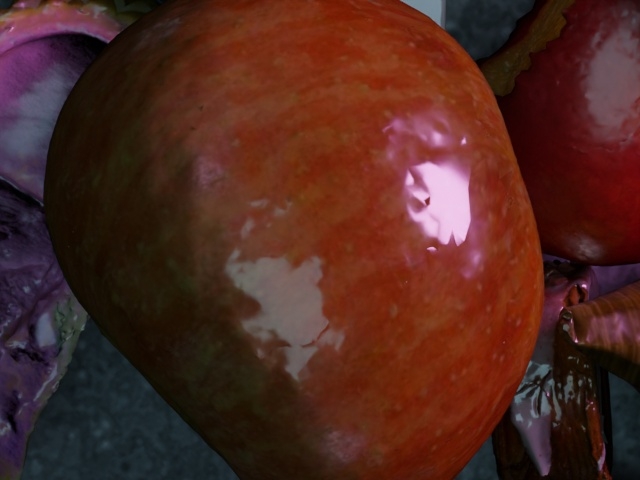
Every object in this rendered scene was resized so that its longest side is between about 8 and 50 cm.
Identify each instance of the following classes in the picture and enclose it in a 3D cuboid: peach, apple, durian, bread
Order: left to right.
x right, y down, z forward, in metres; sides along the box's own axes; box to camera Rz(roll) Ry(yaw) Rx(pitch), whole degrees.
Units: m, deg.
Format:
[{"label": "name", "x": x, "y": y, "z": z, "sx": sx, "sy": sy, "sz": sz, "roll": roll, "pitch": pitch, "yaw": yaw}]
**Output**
[{"label": "durian", "x": -0.214, "y": -0.024, "z": 0.870, "sx": 0.191, "sy": 0.112, "sz": 0.341, "roll": 22, "pitch": 93, "yaw": -6}, {"label": "apple", "x": 0.000, "y": 0.000, "z": 0.746, "sx": 0.250, "sy": 0.277, "sz": 0.309, "roll": -41, "pitch": 121, "yaw": -12}, {"label": "bread", "x": 0.149, "y": 0.091, "z": 0.874, "sx": 0.073, "sy": 0.160, "sz": 0.160, "roll": -7, "pitch": 101, "yaw": 16}, {"label": "peach", "x": 0.174, "y": -0.104, "z": 0.823, "sx": 0.196, "sy": 0.190, "sz": 0.226, "roll": 9, "pitch": 114, "yaw": 43}]

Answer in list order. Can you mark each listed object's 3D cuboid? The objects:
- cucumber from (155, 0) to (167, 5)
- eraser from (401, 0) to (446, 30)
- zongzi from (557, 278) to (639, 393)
[{"label": "cucumber", "x": -0.097, "y": -0.193, "z": 0.831, "sx": 0.193, "sy": 0.115, "sz": 0.085, "roll": 35, "pitch": 84, "yaw": 1}, {"label": "eraser", "x": 0.039, "y": -0.271, "z": 0.842, "sx": 0.078, "sy": 0.076, "sz": 0.298, "roll": 0, "pitch": 100, "yaw": 0}, {"label": "zongzi", "x": 0.268, "y": 0.126, "z": 0.847, "sx": 0.288, "sy": 0.134, "sz": 0.285, "roll": -16, "pitch": 104, "yaw": -32}]
